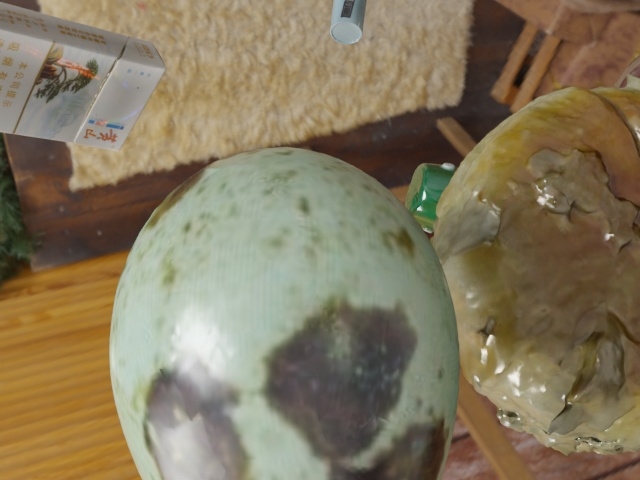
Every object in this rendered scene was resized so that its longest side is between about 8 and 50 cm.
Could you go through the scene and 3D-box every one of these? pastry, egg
[{"bbox_3d":[0.194,0.011,0.553,0.236,0.257,0.121,13,164,-7],"label":"pastry"},{"bbox_3d":[-0.015,0.066,0.414,0.169,0.231,0.169,-6,166,-2],"label":"egg"}]

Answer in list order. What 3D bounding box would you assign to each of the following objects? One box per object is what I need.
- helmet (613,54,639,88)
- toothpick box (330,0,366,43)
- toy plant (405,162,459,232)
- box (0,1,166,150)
[{"bbox_3d":[0.318,-0.110,0.769,0.175,0.155,0.106,-54,150,11],"label":"helmet"},{"bbox_3d":[0.044,-0.352,1.316,0.052,0.083,0.052,5,151,3],"label":"toothpick box"},{"bbox_3d":[0.222,-0.023,0.976,0.243,0.232,0.112,10,107,-31],"label":"toy plant"},{"bbox_3d":[-0.331,-0.199,1.060,0.233,0.067,0.149,5,136,-41],"label":"box"}]
